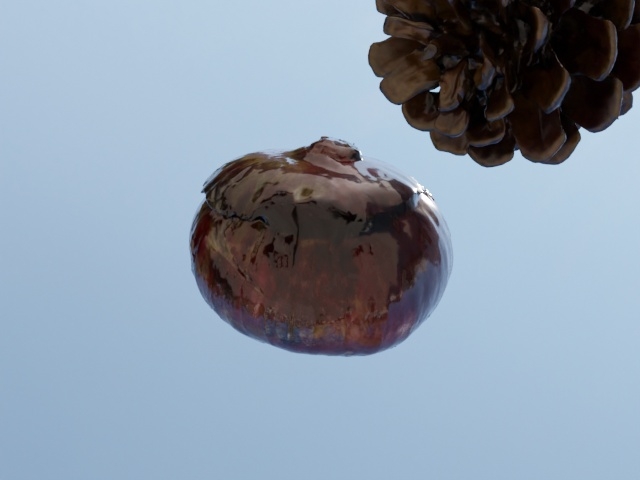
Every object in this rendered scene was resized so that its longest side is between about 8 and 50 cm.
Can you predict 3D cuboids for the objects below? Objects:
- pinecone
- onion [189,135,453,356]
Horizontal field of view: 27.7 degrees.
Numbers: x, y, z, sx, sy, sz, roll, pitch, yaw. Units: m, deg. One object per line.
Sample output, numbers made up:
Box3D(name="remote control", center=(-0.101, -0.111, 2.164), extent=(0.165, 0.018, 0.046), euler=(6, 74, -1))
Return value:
Box3D(name="pinecone", center=(0.123, -0.144, 0.901), extent=(0.207, 0.208, 0.208), euler=(-8, -128, 10))
Box3D(name="onion", center=(0.000, 0.000, 1.198), extent=(0.246, 0.190, 0.246), euler=(9, -160, -3))
